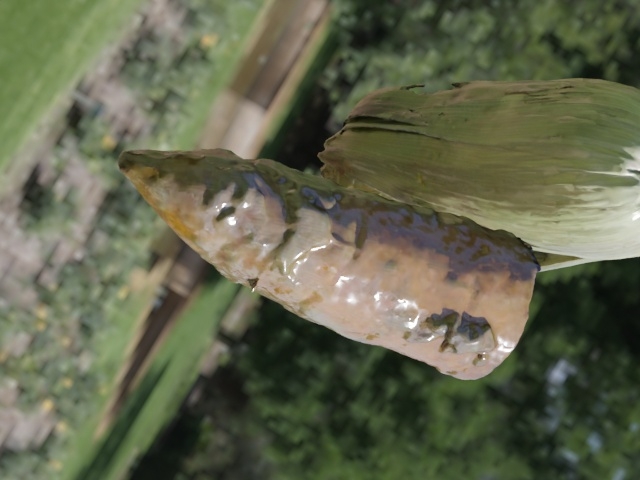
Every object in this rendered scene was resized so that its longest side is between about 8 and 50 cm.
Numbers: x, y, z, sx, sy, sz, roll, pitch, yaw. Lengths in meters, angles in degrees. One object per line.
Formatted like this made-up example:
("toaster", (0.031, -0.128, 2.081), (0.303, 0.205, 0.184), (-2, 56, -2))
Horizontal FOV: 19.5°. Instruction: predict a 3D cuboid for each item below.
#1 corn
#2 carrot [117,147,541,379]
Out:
("corn", (0.131, -0.049, 1.330), (0.305, 0.123, 0.122), (0, -136, 47))
("carrot", (0.000, 0.000, 1.068), (0.102, 0.263, 0.102), (-40, -141, 41))
